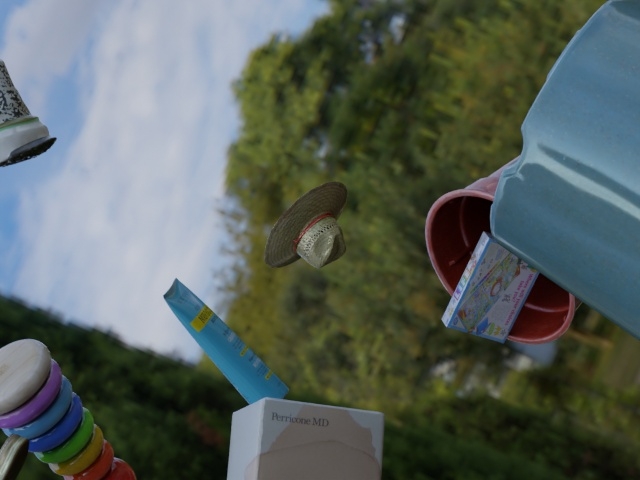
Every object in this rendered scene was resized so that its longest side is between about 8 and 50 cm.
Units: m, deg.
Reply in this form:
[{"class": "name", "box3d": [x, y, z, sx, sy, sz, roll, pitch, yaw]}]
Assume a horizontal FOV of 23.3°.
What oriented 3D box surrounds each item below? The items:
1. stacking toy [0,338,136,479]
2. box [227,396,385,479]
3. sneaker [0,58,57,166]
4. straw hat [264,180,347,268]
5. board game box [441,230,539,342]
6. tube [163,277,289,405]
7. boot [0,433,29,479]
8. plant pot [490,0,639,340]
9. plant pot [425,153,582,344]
[{"class": "stacking toy", "box3d": [-0.399, 0.310, 2.410, 0.330, 0.141, 0.141, 57, -135, -32]}, {"class": "box", "box3d": [-0.025, 0.331, 1.624, 0.121, 0.148, 0.311, 143, 132, -67]}, {"class": "sneaker", "box3d": [-0.572, -0.183, 2.358, 0.158, 0.410, 0.182, -22, -80, -52]}, {"class": "straw hat", "box3d": [0.000, 0.000, 1.936, 0.144, 0.061, 0.144, -35, -26, -19]}, {"class": "board game box", "box3d": [0.260, 0.071, 2.320, 0.154, 0.103, 0.026, -66, 22, 18]}, {"class": "tube", "box3d": [-0.128, 0.137, 2.015, 0.052, 0.207, 0.080, -41, 6, 10]}, {"class": "boot", "box3d": [-0.541, 0.333, 2.314, 0.213, 0.165, 0.077, -54, -5, 26]}, {"class": "plant pot", "box3d": [0.350, -0.032, 1.331, 0.341, 0.334, 0.341, -49, -21, -27]}, {"class": "plant pot", "box3d": [0.347, -0.027, 2.369, 0.265, 0.272, 0.272, -39, -21, -33]}]
